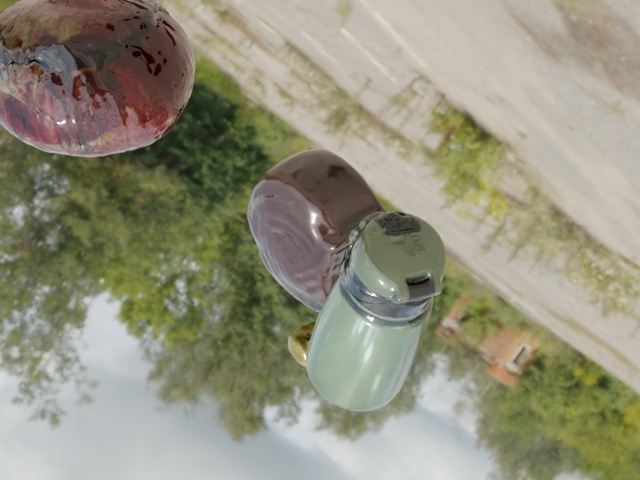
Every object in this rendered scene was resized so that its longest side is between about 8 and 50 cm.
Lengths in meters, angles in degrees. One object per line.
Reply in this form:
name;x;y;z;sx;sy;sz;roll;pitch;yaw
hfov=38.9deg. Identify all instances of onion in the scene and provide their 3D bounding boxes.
onion;-0.272;-0.207;1.061;0.246;0.190;0.246;2;-147;-2

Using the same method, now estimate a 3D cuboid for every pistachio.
pistachio;0.027;0.217;1.748;0.189;0.110;0.100;37;158;-24

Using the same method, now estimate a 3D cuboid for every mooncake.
mooncake;0.000;0.000;1.758;0.334;0.174;0.326;55;152;5

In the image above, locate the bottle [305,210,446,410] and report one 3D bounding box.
bottle;0.085;0.103;1.352;0.168;0.168;0.347;37;141;18
